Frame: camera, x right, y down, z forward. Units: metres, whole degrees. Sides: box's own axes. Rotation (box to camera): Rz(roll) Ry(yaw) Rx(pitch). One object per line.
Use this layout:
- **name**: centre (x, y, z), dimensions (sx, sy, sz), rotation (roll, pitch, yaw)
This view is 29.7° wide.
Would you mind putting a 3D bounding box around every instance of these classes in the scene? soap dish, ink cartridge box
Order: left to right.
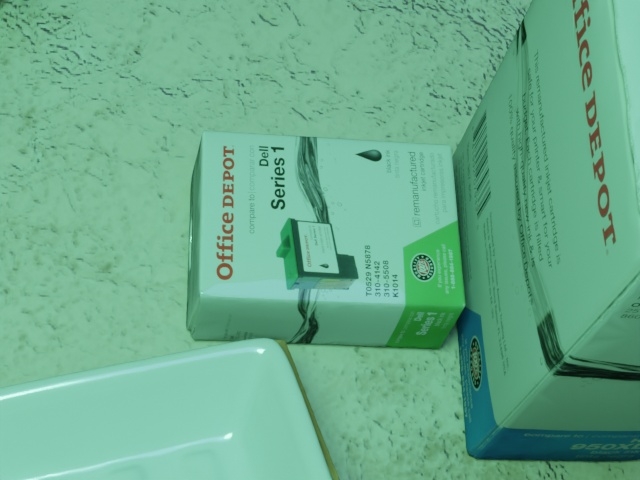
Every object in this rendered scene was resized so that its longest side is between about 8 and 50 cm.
- **soap dish**: centre (-0.132, 0.200, 0.856), dimensions (0.290, 0.118, 0.229), rotation (-11, 49, -15)
- **ink cartridge box**: centre (0.000, 0.000, 1.020), dimensions (0.219, 0.092, 0.160), rotation (2, 63, -10)
- **ink cartridge box**: centre (0.226, -0.026, 0.903), dimensions (0.166, 0.395, 0.286), rotation (3, 64, -8)
